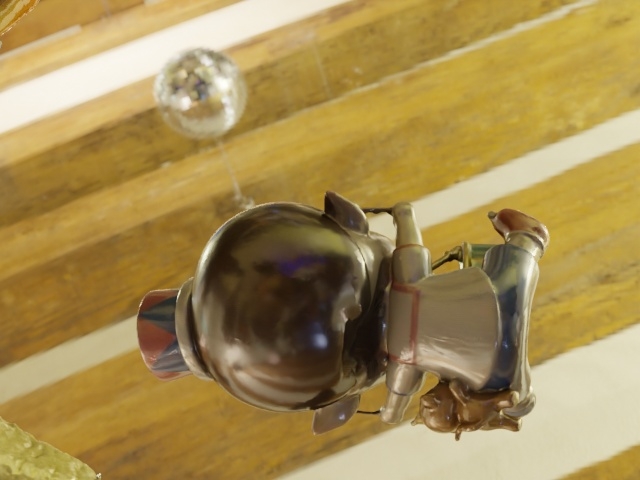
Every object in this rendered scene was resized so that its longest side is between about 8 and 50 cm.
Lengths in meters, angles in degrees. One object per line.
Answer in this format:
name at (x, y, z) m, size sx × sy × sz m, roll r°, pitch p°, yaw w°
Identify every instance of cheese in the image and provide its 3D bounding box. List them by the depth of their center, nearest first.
cheese at (-0.353, 0.279, 1.238) m, size 0.094 × 0.167 × 0.123 m, roll -48°, pitch -164°, yaw 30°

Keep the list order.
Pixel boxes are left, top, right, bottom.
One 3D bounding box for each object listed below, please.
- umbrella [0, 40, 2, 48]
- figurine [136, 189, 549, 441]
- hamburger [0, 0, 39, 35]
umbrella at (-0.279, -0.117, 0.674) m, size 0.154 × 0.128 × 0.336 m, roll -35°, pitch -175°, yaw -17°
figurine at (0.013, 0.047, 0.715) m, size 0.275 × 0.161 × 0.158 m, roll 6°, pitch -177°, yaw 4°
hamburger at (-0.403, -0.327, 0.861) m, size 0.395 × 0.277 × 0.396 m, roll 5°, pitch -113°, yaw -11°
